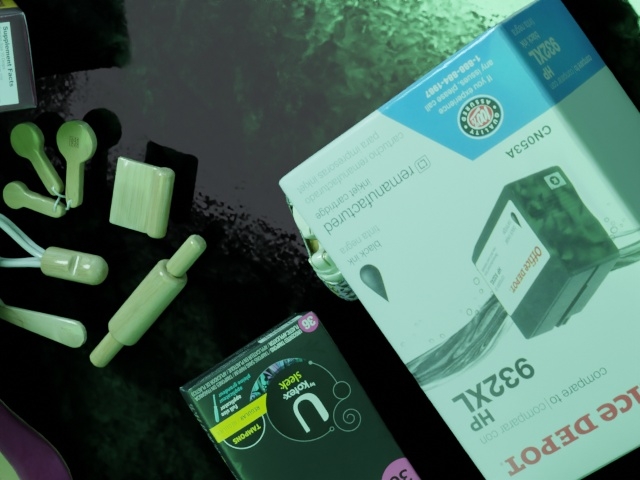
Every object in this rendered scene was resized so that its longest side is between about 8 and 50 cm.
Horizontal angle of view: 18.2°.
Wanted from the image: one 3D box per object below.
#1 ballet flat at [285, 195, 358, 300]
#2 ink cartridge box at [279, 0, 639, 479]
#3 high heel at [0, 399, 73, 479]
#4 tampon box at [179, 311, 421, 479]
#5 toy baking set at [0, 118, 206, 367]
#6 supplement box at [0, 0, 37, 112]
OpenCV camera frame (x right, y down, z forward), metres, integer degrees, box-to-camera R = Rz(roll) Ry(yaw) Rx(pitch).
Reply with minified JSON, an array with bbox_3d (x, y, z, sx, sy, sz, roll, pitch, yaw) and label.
[{"bbox_3d":[0.000,0.000,1.581,0.041,0.041,0.114,-16,100,29],"label":"ballet flat"},{"bbox_3d":[0.155,0.012,1.461,0.223,0.129,0.307,-35,91,30],"label":"ink cartridge box"},{"bbox_3d":[-0.323,0.185,1.699,0.127,0.181,0.377,-3,114,31],"label":"high heel"},{"bbox_3d":[-0.018,0.154,1.580,0.120,0.101,0.161,-33,92,-7],"label":"tampon box"},{"bbox_3d":[-0.211,0.008,1.691,0.197,0.030,0.256,42,120,9],"label":"toy baking set"},{"bbox_3d":[-0.330,-0.142,1.595,0.188,0.104,0.080,-9,108,-14],"label":"supplement box"}]
